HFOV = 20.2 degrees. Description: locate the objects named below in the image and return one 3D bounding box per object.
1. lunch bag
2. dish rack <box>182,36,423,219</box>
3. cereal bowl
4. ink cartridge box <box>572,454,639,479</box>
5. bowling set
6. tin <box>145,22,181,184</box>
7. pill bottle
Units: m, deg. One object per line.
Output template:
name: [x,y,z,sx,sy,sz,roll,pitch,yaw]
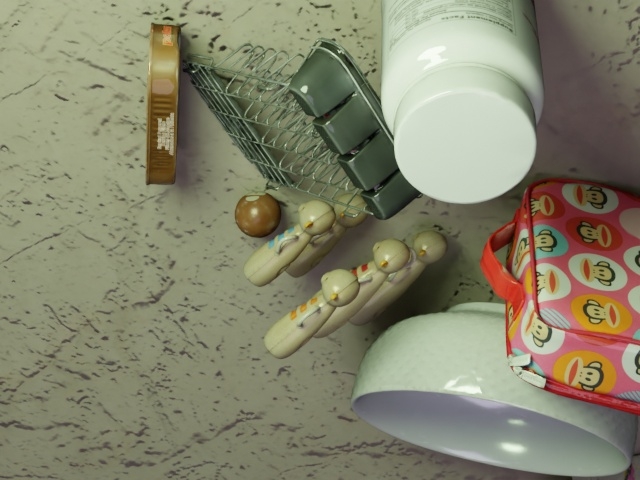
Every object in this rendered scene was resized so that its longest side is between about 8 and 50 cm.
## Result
lunch bag: [0.300,0.052,1.956,0.258,0.293,0.120,13,126,-3]
dish rack: [-0.025,-0.124,1.896,0.074,0.271,0.208,-45,122,-18]
cereal bowl: [0.210,0.164,2.101,0.339,0.141,0.339,12,162,4]
ink cartridge box: [0.390,0.341,2.327,0.198,0.067,0.115,-9,127,7]
bowling set: [0.000,0.000,2.007,0.154,0.287,0.200,-42,83,22]
tin: [-0.169,-0.145,1.937,0.040,0.106,0.189,0,130,-7]
pill bottle: [0.139,-0.173,1.787,0.160,0.283,0.160,1,129,2]
